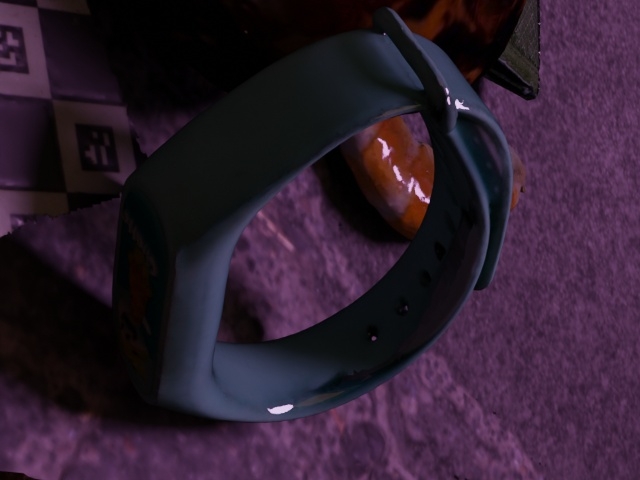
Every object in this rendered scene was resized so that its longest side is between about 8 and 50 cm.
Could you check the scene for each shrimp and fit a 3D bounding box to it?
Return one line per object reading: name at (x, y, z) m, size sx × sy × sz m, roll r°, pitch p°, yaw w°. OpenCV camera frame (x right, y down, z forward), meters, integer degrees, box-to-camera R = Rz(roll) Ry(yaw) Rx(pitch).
shrimp at (0.058, -0.080, 0.983) m, size 0.161 × 0.049 × 0.166 m, roll -13°, pitch 83°, yaw -49°

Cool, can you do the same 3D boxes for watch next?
watch at (0.000, 0.000, 0.757) m, size 0.195 × 0.237 × 0.068 m, roll -16°, pitch 53°, yaw -22°

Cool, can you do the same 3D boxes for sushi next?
sushi at (-0.196, -0.125, 0.679) m, size 0.193 × 0.043 × 0.279 m, roll -22°, pitch 91°, yaw -49°

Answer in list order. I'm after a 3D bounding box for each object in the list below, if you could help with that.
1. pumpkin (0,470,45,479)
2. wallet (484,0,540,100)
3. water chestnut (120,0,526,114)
pumpkin at (-0.147, 0.129, 0.582) m, size 0.278 × 0.163 × 0.111 m, roll 29°, pitch 59°, yaw -42°
wallet at (0.093, -0.220, 1.041) m, size 0.160 × 0.055 × 0.236 m, roll 25°, pitch 60°, yaw -49°
water chestnut at (0.026, -0.211, 0.791) m, size 0.300 × 0.300 × 0.300 m, roll 16°, pitch 69°, yaw -47°
